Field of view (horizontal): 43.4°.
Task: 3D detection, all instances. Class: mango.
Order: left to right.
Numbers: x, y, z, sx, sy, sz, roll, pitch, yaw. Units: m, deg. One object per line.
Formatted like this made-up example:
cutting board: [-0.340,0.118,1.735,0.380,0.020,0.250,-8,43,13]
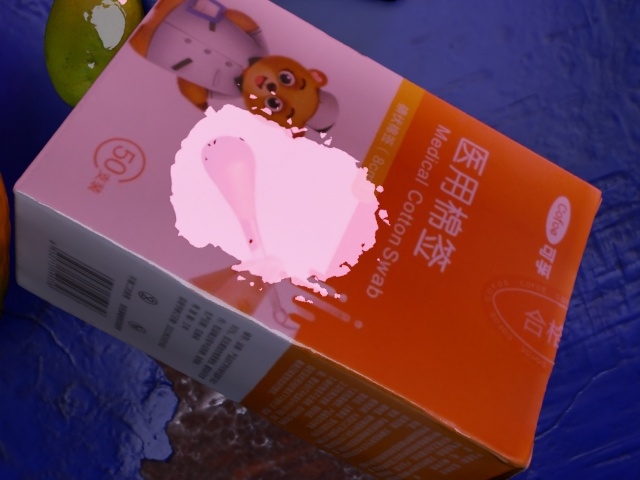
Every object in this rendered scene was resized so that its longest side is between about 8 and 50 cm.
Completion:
mango: [-0.175,-0.154,0.620,0.073,0.056,0.108,17,102,3]

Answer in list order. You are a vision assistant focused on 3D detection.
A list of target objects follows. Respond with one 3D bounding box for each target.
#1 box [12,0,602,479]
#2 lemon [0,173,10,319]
box: [0.000,0.000,0.554,0.341,0.143,0.225,30,60,-5]
lemon: [-0.378,-0.010,0.506,0.350,0.350,0.387,-1,93,0]
